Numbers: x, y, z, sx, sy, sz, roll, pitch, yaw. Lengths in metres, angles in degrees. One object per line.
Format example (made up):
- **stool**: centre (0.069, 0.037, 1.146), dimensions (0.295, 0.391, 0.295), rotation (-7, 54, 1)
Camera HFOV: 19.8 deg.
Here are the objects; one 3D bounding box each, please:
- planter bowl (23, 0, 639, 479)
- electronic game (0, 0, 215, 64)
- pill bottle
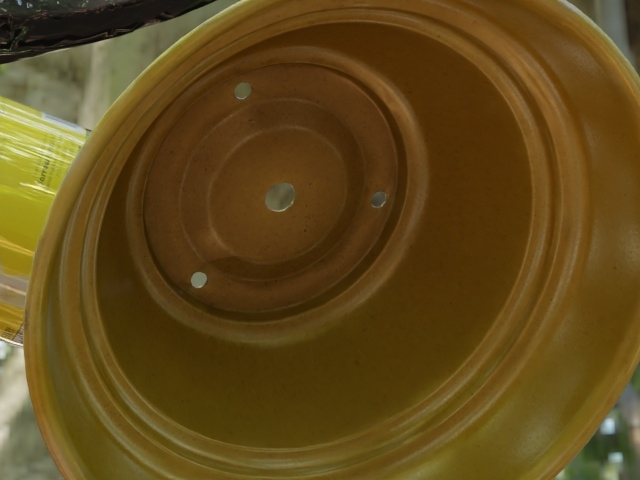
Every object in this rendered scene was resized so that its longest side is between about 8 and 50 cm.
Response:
- **planter bowl**: centre (0.000, 0.000, 0.601), dimensions (0.217, 0.090, 0.217), rotation (-10, -62, -19)
- **electronic game**: centre (-0.027, -0.116, 0.314), dimensions (0.229, 0.048, 0.229), rotation (-30, -25, -16)
- **pill bottle**: centre (-0.187, -0.026, 0.793), dimensions (0.184, 0.103, 0.103), rotation (20, -33, -15)
